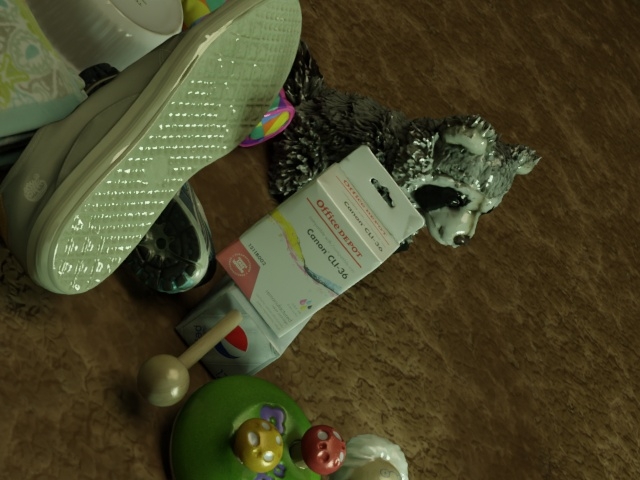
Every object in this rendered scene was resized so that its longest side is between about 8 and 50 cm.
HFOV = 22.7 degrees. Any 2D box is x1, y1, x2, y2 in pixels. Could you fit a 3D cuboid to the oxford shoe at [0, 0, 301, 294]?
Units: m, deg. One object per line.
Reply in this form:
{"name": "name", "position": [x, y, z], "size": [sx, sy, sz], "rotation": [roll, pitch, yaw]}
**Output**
{"name": "oxford shoe", "position": [-0.176, -0.129, 1.648], "size": [0.449, 0.130, 0.169], "rotation": [-49, 145, -29]}

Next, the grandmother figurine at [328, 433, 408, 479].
{"name": "grandmother figurine", "position": [0.066, 0.360, 1.675], "size": [0.208, 0.104, 0.342], "rotation": [40, 33, -43]}

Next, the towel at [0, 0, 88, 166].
{"name": "towel", "position": [-0.418, -0.209, 1.585], "size": [0.320, 0.090, 0.374], "rotation": [55, 28, 5]}

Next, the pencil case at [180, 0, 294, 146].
{"name": "pencil case", "position": [-0.122, -0.238, 2.068], "size": [0.104, 0.104, 0.236], "rotation": [0, 58, -57]}

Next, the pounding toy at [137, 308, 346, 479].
{"name": "pounding toy", "position": [-0.062, 0.193, 1.624], "size": [0.183, 0.110, 0.237], "rotation": [-31, 94, -44]}

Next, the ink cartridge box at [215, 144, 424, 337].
{"name": "ink cartridge box", "position": [0.000, 0.000, 1.696], "size": [0.115, 0.198, 0.067], "rotation": [51, 28, -2]}

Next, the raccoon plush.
{"name": "raccoon plush", "position": [0.075, -0.172, 2.085], "size": [0.216, 0.299, 0.446], "rotation": [-8, 66, -59]}

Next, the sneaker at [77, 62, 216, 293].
{"name": "sneaker", "position": [-0.202, -0.063, 1.777], "size": [0.283, 0.110, 0.122], "rotation": [65, 11, 14]}

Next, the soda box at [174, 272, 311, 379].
{"name": "soda box", "position": [-0.057, 0.058, 1.853], "size": [0.098, 0.091, 0.286], "rotation": [52, 29, -6]}

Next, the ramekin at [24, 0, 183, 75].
{"name": "ramekin", "position": [-0.258, -0.280, 1.881], "size": [0.207, 0.109, 0.207], "rotation": [38, 33, -30]}
